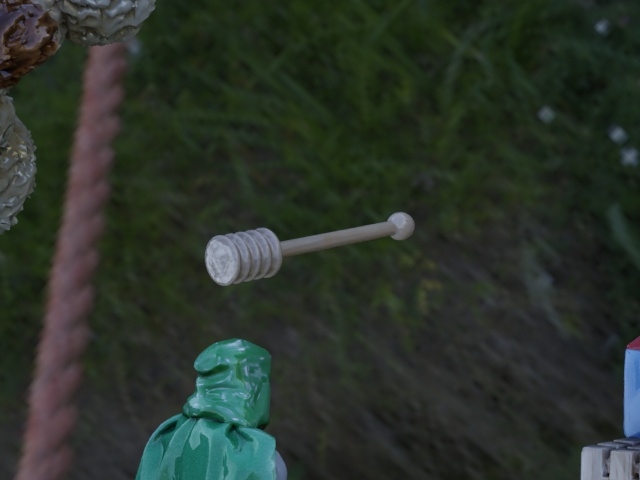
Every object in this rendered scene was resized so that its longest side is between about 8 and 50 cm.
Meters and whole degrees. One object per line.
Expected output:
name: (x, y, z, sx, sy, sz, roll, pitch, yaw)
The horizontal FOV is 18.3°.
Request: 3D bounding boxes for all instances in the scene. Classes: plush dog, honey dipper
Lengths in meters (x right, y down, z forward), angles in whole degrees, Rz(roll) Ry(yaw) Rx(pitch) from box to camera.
plush dog: (-0.238, -0.095, 1.154, 0.262, 0.210, 0.225, -53, 17, 26)
honey dipper: (0.000, 0.000, 1.197, 0.161, 0.030, 0.030, -12, -10, -42)

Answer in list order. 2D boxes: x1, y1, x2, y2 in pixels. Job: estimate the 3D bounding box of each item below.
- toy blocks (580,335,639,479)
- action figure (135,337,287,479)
toy blocks: (0.277, 0.124, 0.986, 0.381, 0.191, 0.261, 2, 93, 38)
action figure: (-0.042, 0.156, 0.817, 0.137, 0.063, 0.232, 9, 97, 47)
